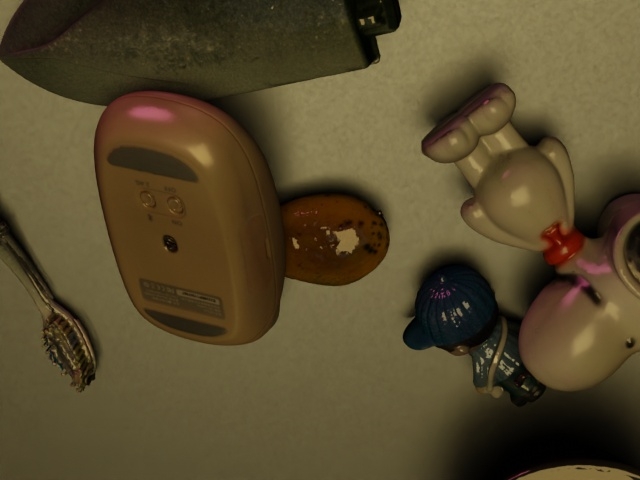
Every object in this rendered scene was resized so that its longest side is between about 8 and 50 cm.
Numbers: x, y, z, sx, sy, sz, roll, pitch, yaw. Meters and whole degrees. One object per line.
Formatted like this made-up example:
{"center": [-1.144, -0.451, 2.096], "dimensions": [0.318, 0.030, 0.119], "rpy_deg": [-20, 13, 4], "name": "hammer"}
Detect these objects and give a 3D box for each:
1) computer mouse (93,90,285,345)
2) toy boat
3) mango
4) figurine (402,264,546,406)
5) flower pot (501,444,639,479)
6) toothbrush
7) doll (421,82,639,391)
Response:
{"center": [-0.100, -0.019, 1.301], "dimensions": [0.145, 0.082, 0.236], "rpy_deg": [10, 134, 24], "name": "computer mouse"}
{"center": [-0.102, -0.176, 1.276], "dimensions": [0.319, 0.092, 0.141], "rpy_deg": [-10, 109, 13], "name": "toy boat"}
{"center": [0.000, 0.000, 1.349], "dimensions": [0.114, 0.057, 0.079], "rpy_deg": [-6, 113, 13], "name": "mango"}
{"center": [0.135, 0.080, 1.361], "dimensions": [0.136, 0.079, 0.077], "rpy_deg": [36, 65, -5], "name": "figurine"}
{"center": [0.212, 0.262, 1.380], "dimensions": [0.235, 0.148, 0.235], "rpy_deg": [1, 108, 4], "name": "flower pot"}
{"center": [-0.294, -0.053, 1.348], "dimensions": [0.035, 0.042, 0.413], "rpy_deg": [-28, 104, 11], "name": "toothbrush"}
{"center": [0.216, -0.009, 1.294], "dimensions": [0.208, 0.144, 0.271], "rpy_deg": [-22, 100, 2], "name": "doll"}
